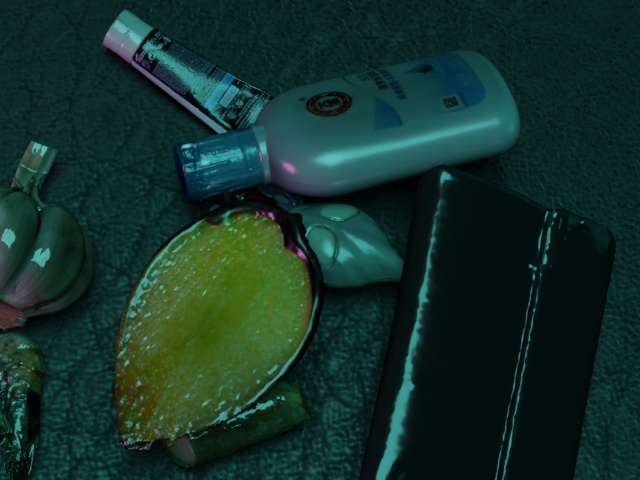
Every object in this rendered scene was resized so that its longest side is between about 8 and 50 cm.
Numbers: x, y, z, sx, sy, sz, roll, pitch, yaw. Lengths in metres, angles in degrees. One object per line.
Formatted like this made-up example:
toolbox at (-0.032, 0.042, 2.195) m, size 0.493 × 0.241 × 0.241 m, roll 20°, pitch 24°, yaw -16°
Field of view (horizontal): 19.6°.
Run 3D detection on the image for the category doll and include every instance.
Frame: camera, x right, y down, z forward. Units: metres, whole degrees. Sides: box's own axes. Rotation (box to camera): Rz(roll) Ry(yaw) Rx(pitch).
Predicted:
doll at (0.000, 0.000, 1.854) m, size 0.227 × 0.075 × 0.102 m, roll 22°, pitch 62°, yaw 16°

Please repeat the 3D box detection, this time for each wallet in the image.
wallet at (0.159, 0.148, 1.790) m, size 0.228 × 0.062 × 0.406 m, roll 19°, pitch 72°, yaw -19°

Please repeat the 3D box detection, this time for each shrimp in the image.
shrimp at (-0.311, 0.167, 1.801) m, size 0.091 × 0.034 × 0.161 m, roll -8°, pitch 66°, yaw 6°

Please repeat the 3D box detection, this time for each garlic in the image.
garlic at (-0.280, -0.011, 1.821) m, size 0.131 × 0.127 × 0.194 m, roll 42°, pitch 47°, yaw -34°

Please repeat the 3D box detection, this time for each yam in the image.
yam at (-0.086, 0.170, 1.793) m, size 0.146 × 0.070 × 0.070 m, roll -22°, pitch 75°, yaw -9°

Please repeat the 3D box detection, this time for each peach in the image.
peach at (-0.098, 0.092, 1.778) m, size 0.189 × 0.068 × 0.279 m, roll 29°, pitch 76°, yaw 29°

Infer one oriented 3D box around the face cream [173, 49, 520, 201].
face cream at (0.021, -0.107, 1.859) m, size 0.337 × 0.080 × 0.163 m, roll -13°, pitch 35°, yaw -9°

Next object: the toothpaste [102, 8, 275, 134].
toothpaste at (-0.135, -0.164, 1.915) m, size 0.193 × 0.045 × 0.071 m, roll 33°, pitch 81°, yaw 1°
